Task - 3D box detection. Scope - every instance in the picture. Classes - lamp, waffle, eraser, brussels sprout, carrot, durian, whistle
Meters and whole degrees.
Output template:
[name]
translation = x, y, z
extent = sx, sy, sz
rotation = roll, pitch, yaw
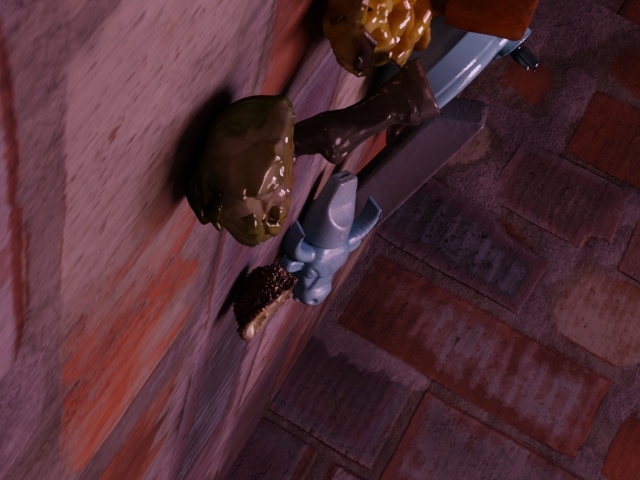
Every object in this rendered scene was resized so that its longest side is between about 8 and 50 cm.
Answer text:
[lamp]
translation = 0.207, -0.287, 1.948
extent = 0.284, 0.147, 0.209
rotation = -25, -173, -10
[waffle]
translation = 0.115, -0.350, 1.307
extent = 0.379, 0.095, 0.382
rotation = -62, 171, 12
[eraser]
translation = 0.129, -0.119, 2.088
extent = 0.352, 0.077, 0.111
rotation = -43, -170, 26
[brussels sprout]
translation = -0.065, -0.068, 1.112
extent = 0.181, 0.101, 0.139
rotation = 22, 88, -83
[carrot]
translation = 0.231, -0.352, 1.419
extent = 0.307, 0.100, 0.258
rotation = -47, 161, -77
[durian]
translation = -0.083, 0.074, 1.750
extent = 0.140, 0.071, 0.110
rotation = -47, 180, 45
[whistle]
translation = 0.000, 0.000, 2.030
extent = 0.186, 0.093, 0.274
rotation = -20, 144, -39

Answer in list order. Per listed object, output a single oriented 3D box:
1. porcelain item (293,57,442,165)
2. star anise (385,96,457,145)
[porcelain item]
translation = 0.022, -0.122, 1.351
extent = 0.216, 0.069, 0.081
rotation = -24, -177, 7
[star anise]
translation = 0.219, -0.305, 2.364
extent = 0.315, 0.108, 0.315
rotation = -63, 176, -9
